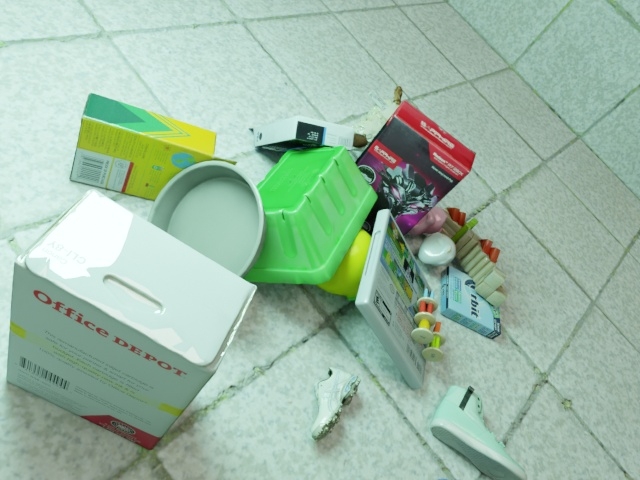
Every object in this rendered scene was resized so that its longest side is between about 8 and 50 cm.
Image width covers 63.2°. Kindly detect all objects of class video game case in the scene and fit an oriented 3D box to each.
[{"bbox_3d":[0.192,0.141,1.260,0.329,0.036,0.300,56,36,-33],"label":"video game case"}]

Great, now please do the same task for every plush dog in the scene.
[{"bbox_3d":[0.187,-0.342,1.618,0.262,0.225,0.211,10,77,-16],"label":"plush dog"}]

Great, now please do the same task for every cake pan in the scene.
[{"bbox_3d":[-0.236,-0.020,1.087,0.293,0.293,0.054,65,15,23],"label":"cake pan"}]

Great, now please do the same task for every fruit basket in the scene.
[{"bbox_3d":[0.000,0.000,1.262,0.392,0.282,0.393,-2,93,-62],"label":"fruit basket"}]

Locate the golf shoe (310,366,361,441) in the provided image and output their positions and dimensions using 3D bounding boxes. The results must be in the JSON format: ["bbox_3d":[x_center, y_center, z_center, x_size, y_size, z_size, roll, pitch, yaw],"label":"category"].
[{"bbox_3d":[0.012,0.344,1.105,0.085,0.069,0.176,27,40,16],"label":"golf shoe"}]

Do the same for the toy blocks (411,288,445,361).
[{"bbox_3d":[0.273,0.204,1.285,0.123,0.054,0.148,58,34,-30],"label":"toy blocks"}]

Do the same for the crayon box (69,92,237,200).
[{"bbox_3d":[-0.365,-0.179,1.150,0.318,0.202,0.081,15,50,-24],"label":"crayon box"}]

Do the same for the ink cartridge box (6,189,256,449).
[{"bbox_3d":[-0.306,0.147,0.809,0.279,0.385,0.161,32,46,-9],"label":"ink cartridge box"}]

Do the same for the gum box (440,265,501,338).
[{"bbox_3d":[0.433,0.178,1.502,0.184,0.041,0.157,26,46,-13],"label":"gum box"}]

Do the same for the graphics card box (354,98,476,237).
[{"bbox_3d":[0.195,-0.153,1.369,0.232,0.371,0.094,35,45,-6],"label":"graphics card box"}]

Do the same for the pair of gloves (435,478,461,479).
[{"bbox_3d":[0.316,0.536,1.066,0.159,0.198,0.023,15,87,9],"label":"pair of gloves"}]

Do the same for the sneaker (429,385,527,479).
[{"bbox_3d":[0.392,0.450,1.227,0.255,0.094,0.151,37,51,0],"label":"sneaker"}]

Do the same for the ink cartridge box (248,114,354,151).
[{"bbox_3d":[-0.065,-0.272,1.394,0.165,0.332,0.065,5,94,-28],"label":"ink cartridge box"}]

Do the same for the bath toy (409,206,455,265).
[{"bbox_3d":[0.307,-0.070,1.560,0.151,0.129,0.349,-24,62,5],"label":"bath toy"}]

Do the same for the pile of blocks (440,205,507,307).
[{"bbox_3d":[0.477,0.020,1.563,0.148,0.113,0.362,1,49,-38],"label":"pile of blocks"}]
